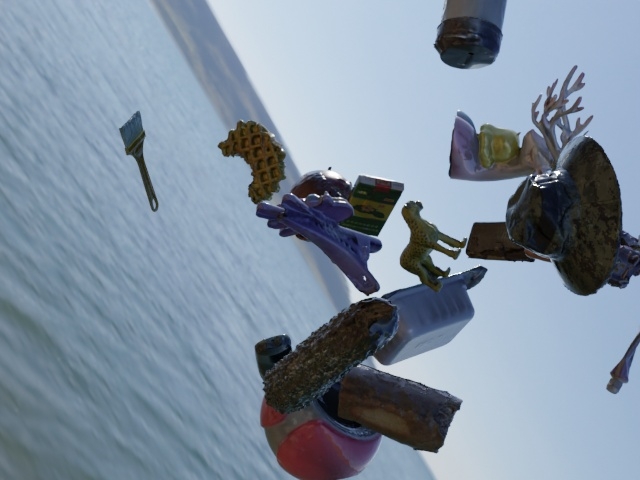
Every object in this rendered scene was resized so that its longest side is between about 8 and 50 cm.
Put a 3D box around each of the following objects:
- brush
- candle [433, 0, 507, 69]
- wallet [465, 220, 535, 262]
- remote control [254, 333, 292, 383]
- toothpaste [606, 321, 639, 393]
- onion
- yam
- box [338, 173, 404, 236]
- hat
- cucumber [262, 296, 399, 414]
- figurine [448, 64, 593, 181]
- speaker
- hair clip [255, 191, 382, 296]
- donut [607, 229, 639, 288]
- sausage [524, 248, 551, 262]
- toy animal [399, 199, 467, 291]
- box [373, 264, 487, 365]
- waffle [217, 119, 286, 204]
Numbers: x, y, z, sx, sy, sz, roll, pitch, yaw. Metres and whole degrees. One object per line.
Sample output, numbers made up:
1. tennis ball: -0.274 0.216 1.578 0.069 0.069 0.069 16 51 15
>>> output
1. brush: -0.347 -0.145 1.572 0.083 0.011 0.205 -69 155 -53
2. candle: 0.506 -0.756 2.660 0.221 0.221 0.342 65 34 -75
3. wallet: 0.523 -0.001 2.309 0.232 0.122 0.031 1 -19 47
4. remote control: -0.086 0.240 1.557 0.222 0.072 0.042 89 -18 -58
5. toothpaste: 0.780 0.245 1.966 0.048 0.301 0.075 33 -16 9
6. onion: 0.018 -0.096 2.623 0.276 0.276 0.276 59 -2 3
7. yam: 0.147 0.324 1.562 0.129 0.238 0.128 -51 156 -63
8. box: 0.138 -0.096 2.275 0.235 0.132 0.034 114 -16 -54
9. hat: 0.377 -0.043 1.313 0.265 0.128 0.265 -177 -90 -77
10. cucumber: 0.016 0.183 1.262 0.096 0.096 0.359 59 -37 11
11. figurine: 0.457 -0.242 1.820 0.206 0.316 0.284 -69 162 -61
12. speaker: -0.001 0.404 1.845 0.294 0.294 0.294 59 -2 3
13. hair clip: 0.004 -0.011 1.264 0.278 0.137 0.090 41 46 -42
14. donut: 0.653 0.015 1.855 0.230 0.096 0.216 -7 38 -47
15. sausage: 0.479 0.027 1.726 0.083 0.034 0.034 18 -34 46
16. toy animal: 0.195 0.019 1.538 0.136 0.073 0.181 30 -36 11
17. box: 0.244 0.201 1.946 0.106 0.337 0.264 58 -39 24
18. waffle: -0.156 -0.184 1.841 0.194 0.149 0.051 46 21 18
